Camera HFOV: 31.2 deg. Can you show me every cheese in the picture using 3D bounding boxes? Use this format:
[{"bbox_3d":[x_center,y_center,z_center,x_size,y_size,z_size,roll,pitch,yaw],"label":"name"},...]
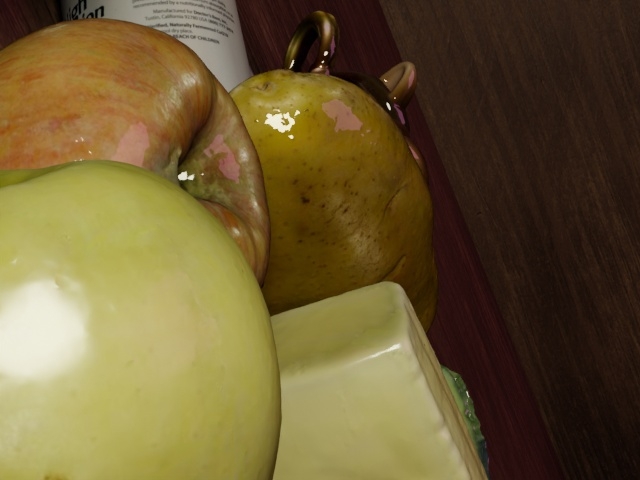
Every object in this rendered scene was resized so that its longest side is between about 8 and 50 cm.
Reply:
[{"bbox_3d":[0.005,0.195,0.940,0.124,0.242,0.266,-81,149,-66],"label":"cheese"}]

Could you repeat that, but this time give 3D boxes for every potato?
[{"bbox_3d":[0.000,0.000,0.996,0.369,0.195,0.177,76,16,-47],"label":"potato"}]

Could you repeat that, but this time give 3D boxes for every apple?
[{"bbox_3d":[-0.147,-0.021,0.764,0.261,0.193,0.261,54,25,-39],"label":"apple"},{"bbox_3d":[-0.150,0.078,0.531,0.262,0.262,0.262,-19,90,-75],"label":"apple"}]

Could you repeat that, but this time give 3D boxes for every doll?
[{"bbox_3d":[0.026,-0.107,1.524,0.340,0.209,0.318,-86,-175,-51],"label":"doll"}]

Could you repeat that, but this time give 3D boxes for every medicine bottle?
[{"bbox_3d":[-0.151,-0.194,1.024,0.157,0.157,0.289,39,35,-63],"label":"medicine bottle"}]

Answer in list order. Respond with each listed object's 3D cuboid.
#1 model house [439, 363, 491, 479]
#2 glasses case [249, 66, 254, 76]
[{"bbox_3d":[0.059,0.258,1.174,0.211,0.170,0.194,115,-35,-50],"label":"model house"},{"bbox_3d":[-0.105,-0.174,1.339,0.092,0.059,0.233,-82,148,-56],"label":"glasses case"}]
